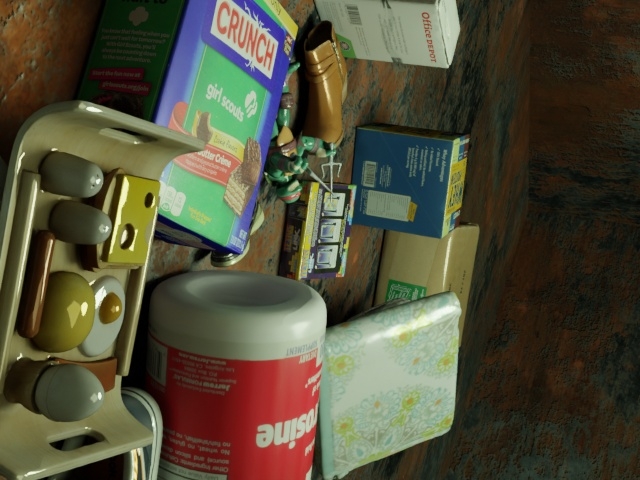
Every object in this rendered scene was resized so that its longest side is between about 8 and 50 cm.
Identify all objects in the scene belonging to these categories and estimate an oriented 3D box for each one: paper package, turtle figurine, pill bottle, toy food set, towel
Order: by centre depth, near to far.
[{"bbox_3d":[-0.186,0.044,0.826,0.219,0.092,0.306,7,95,-69],"label":"toy food set"},{"bbox_3d":[-0.121,0.260,1.226,0.229,0.228,0.408,-25,123,-66],"label":"pill bottle"},{"bbox_3d":[-0.047,-0.141,1.396,0.175,0.118,0.234,-70,147,-66],"label":"turtle figurine"},{"bbox_3d":[0.118,0.288,1.830,0.320,0.090,0.375,-18,129,-20],"label":"towel"},{"bbox_3d":[0.253,0.104,2.240,0.309,0.168,0.325,-3,103,-68],"label":"paper package"}]

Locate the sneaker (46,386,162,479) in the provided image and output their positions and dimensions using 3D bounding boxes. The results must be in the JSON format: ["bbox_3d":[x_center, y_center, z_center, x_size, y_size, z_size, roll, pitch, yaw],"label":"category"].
[{"bbox_3d":[-0.251,0.339,1.070,0.127,0.126,0.321,-12,100,-73],"label":"sneaker"}]

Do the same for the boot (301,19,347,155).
[{"bbox_3d":[-0.002,-0.251,1.532,0.152,0.072,0.197,77,19,-49],"label":"boot"}]

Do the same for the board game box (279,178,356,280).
[{"bbox_3d":[-0.004,-0.019,1.624,0.141,0.048,0.170,0,99,-54],"label":"board game box"}]

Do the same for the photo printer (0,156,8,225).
[{"bbox_3d":[-0.326,0.044,0.746,0.308,0.107,0.256,71,36,-54],"label":"photo printer"}]

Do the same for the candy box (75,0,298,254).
[{"bbox_3d":[-0.154,-0.169,1.086,0.268,0.122,0.317,33,67,-66],"label":"candy box"}]

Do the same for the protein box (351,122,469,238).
[{"bbox_3d":[0.179,-0.125,1.881,0.136,0.201,0.200,-28,125,-65],"label":"protein box"}]

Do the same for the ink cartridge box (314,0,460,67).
[{"bbox_3d":[0.116,-0.383,1.563,0.160,0.219,0.093,65,40,-58],"label":"ink cartridge box"}]

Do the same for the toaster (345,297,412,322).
[{"bbox_3d":[0.144,0.220,1.949,0.226,0.146,0.129,-22,130,-13],"label":"toaster"}]

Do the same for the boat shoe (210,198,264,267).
[{"bbox_3d":[-0.125,-0.018,1.343,0.152,0.056,0.049,-68,154,-53],"label":"boat shoe"}]
